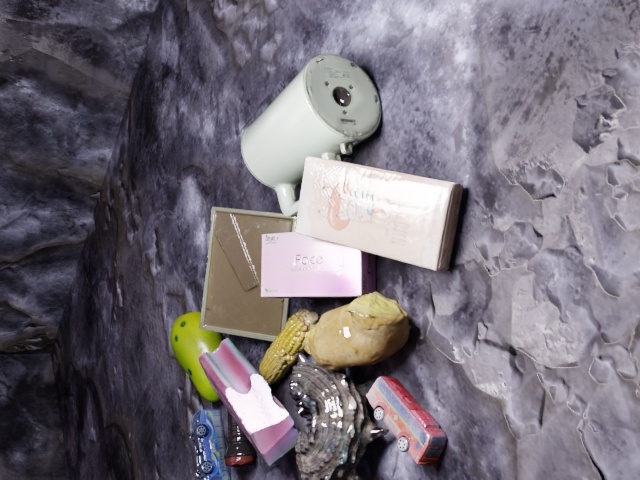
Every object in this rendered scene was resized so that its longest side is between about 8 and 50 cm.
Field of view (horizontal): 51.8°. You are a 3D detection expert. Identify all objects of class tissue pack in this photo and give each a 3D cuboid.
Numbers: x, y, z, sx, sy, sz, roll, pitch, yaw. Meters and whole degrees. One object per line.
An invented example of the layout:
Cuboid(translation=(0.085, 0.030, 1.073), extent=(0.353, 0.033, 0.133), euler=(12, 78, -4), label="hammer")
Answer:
Cuboid(translation=(-0.005, 0.057, 1.448), extent=(0.246, 0.092, 0.149), euler=(-4, 83, 25), label="tissue pack")
Cuboid(translation=(0.107, -0.058, 1.298), extent=(0.325, 0.071, 0.170), euler=(16, 101, 31), label="tissue pack")

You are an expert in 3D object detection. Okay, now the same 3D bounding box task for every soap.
Cuboid(translation=(-0.179, 0.412, 1.675), extent=(0.323, 0.109, 0.193), euler=(34, 151, 50), label="soap")

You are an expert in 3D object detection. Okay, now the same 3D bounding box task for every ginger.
Cuboid(translation=(0.078, 0.186, 1.342), extent=(0.267, 0.152, 0.138), euler=(-36, 19, 38), label="ginger")

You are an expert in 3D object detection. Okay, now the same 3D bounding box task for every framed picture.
Cuboid(translation=(-0.190, 0.088, 1.739), extent=(0.247, 0.022, 0.335), euler=(6, 92, 16), label="framed picture")

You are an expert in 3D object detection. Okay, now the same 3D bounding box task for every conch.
Cuboid(translation=(0.020, 0.388, 1.415), extent=(0.241, 0.186, 0.313), euler=(-56, 46, 53), label="conch")

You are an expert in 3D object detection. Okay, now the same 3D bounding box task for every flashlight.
Cuboid(translation=(-0.225, 0.504, 1.828), extent=(0.093, 0.092, 0.232), euler=(-32, 55, 50), label="flashlight")

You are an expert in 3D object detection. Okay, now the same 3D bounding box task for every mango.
Cuboid(translation=(-0.359, 0.346, 1.994), extent=(0.175, 0.142, 0.293), euler=(-53, 55, 40), label="mango")

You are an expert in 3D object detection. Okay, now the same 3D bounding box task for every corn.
Cuboid(translation=(-0.081, 0.269, 1.637), extent=(0.288, 0.086, 0.087), euler=(-56, 44, 40), label="corn")

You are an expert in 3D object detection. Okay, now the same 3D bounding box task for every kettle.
Cuboid(translation=(-0.017, -0.236, 1.523), extent=(0.265, 0.205, 0.318), euler=(54, 141, -6), label="kettle")

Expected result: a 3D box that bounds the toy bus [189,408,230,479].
Cuboid(translation=(-0.325, 0.619, 1.945), extent=(0.079, 0.094, 0.237), euler=(-52, 44, 48), label="toy bus")

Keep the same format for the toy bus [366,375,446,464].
Cuboid(translation=(0.165, 0.346, 1.281), extent=(0.192, 0.065, 0.077), euler=(45, 115, 48), label="toy bus")
